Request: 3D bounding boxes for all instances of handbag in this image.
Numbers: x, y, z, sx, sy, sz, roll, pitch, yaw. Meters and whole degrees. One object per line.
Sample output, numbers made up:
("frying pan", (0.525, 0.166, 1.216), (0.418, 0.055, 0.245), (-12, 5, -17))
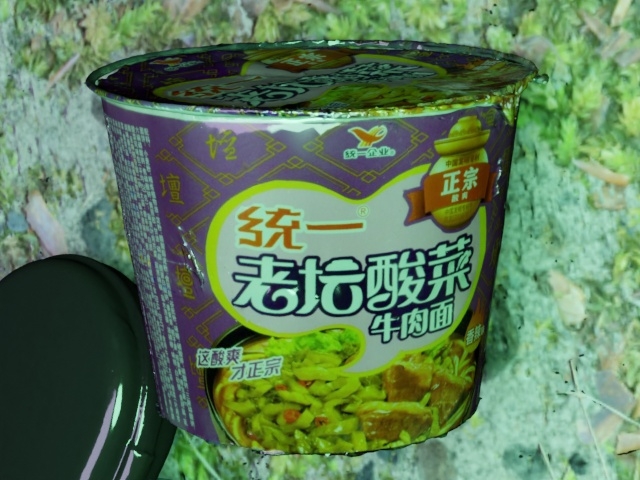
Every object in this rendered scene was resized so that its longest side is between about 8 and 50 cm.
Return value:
("handbag", (-0.231, 0.166, 1.706), (0.254, 0.093, 0.308), (32, 100, 41))

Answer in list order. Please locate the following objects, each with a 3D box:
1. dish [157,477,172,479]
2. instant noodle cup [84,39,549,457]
("dish", (-0.133, 0.351, 1.676), (0.273, 0.134, 0.273), (-37, 36, 34))
("instant noodle cup", (0.000, 0.000, 1.483), (0.340, 0.340, 0.266), (6, 105, 30))
